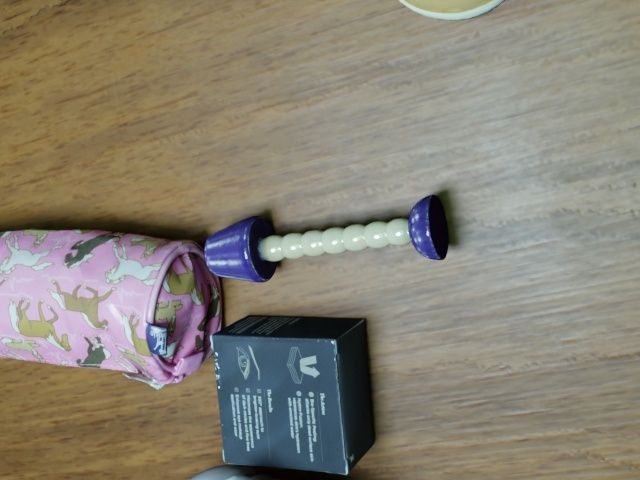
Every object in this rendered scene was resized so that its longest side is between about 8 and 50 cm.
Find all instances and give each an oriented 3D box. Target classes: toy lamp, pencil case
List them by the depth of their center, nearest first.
[{"bbox_3d":[0.000,0.000,1.096,0.275,0.080,0.080,-8,98,22],"label":"toy lamp"},{"bbox_3d":[-0.317,0.076,1.204,0.386,0.167,0.160,3,138,23],"label":"pencil case"}]

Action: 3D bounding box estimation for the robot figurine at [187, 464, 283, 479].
[{"bbox_3d":[-0.050,0.382,1.131,0.353,0.200,0.300,17,132,18],"label":"robot figurine"}]

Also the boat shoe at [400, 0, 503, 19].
[{"bbox_3d":[0.154,-0.443,0.842,0.187,0.156,0.500,14,87,20],"label":"boat shoe"}]

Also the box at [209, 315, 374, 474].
[{"bbox_3d":[-0.030,0.173,1.135,0.158,0.093,0.156,0,101,24],"label":"box"}]
